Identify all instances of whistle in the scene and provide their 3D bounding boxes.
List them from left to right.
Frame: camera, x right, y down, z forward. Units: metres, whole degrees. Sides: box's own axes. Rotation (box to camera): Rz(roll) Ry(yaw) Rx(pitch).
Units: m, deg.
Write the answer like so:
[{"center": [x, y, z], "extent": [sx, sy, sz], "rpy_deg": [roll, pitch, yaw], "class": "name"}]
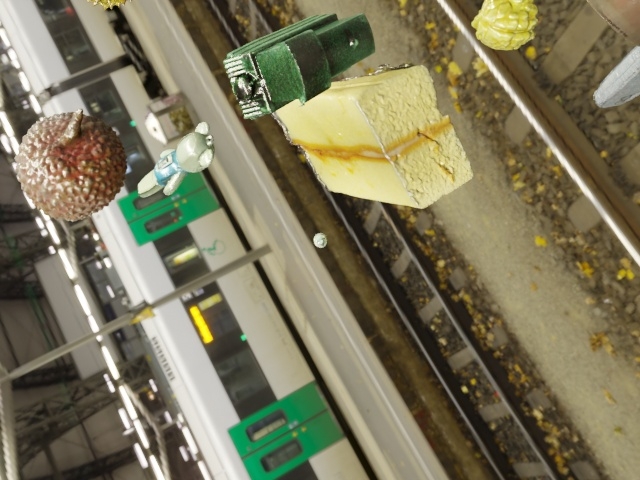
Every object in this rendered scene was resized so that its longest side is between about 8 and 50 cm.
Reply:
[{"center": [-0.310, -0.159, 1.302], "extent": [0.077, 0.235, 0.114], "rpy_deg": [20, -133, -50], "class": "whistle"}, {"center": [0.000, 0.000, 1.525], "extent": [0.100, 0.035, 0.035], "rpy_deg": [-96, -19, -85], "class": "whistle"}]

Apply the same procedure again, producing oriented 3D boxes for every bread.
[{"center": [0.124, -0.268, 1.553], "extent": [0.405, 0.242, 0.346], "rpy_deg": [11, 131, 49], "class": "bread"}]

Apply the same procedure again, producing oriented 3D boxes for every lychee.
[{"center": [-0.380, -0.120, 0.923], "extent": [0.165, 0.165, 0.197], "rpy_deg": [58, 152, 24], "class": "lychee"}]

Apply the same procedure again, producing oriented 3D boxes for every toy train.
[{"center": [-0.024, -0.348, 1.166], "extent": [0.178, 0.330, 0.139], "rpy_deg": [2, 122, 43], "class": "toy train"}]

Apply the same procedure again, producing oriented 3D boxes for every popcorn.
[{"center": [0.507, -0.600, 1.624], "extent": [0.173, 0.173, 0.142], "rpy_deg": [53, -176, 41], "class": "popcorn"}]

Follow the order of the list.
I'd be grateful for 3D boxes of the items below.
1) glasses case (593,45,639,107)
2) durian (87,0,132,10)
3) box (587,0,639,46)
[{"center": [0.657, -0.353, 1.225], "extent": [0.282, 0.109, 0.067], "rpy_deg": [104, 146, -76], "class": "glasses case"}, {"center": [-0.423, -0.522, 1.084], "extent": [0.252, 0.139, 0.144], "rpy_deg": [59, 170, 7], "class": "durian"}, {"center": [0.309, -0.339, 0.508], "extent": [0.216, 0.301, 0.301], "rpy_deg": [-32, 83, 40], "class": "box"}]
